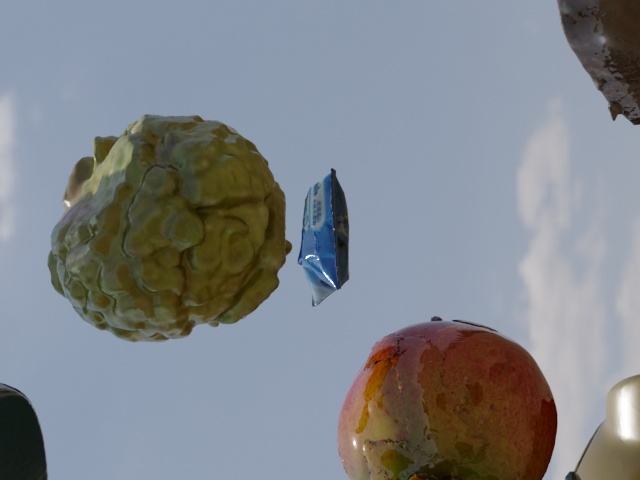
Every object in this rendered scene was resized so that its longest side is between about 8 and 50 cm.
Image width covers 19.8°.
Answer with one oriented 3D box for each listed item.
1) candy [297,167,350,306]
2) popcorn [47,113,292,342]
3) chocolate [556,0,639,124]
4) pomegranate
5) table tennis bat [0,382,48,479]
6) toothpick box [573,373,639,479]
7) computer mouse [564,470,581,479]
[{"bbox_3d":[0.000,0.001,1.364,0.136,0.038,0.088,136,128,-77],"label":"candy"},{"bbox_3d":[-0.143,-0.010,1.788,0.212,0.259,0.259,38,-140,-18],"label":"popcorn"},{"bbox_3d":[0.247,-0.219,1.315,0.161,0.083,0.261,42,-129,-42],"label":"chocolate"},{"bbox_3d":[0.119,0.183,1.715,0.235,0.210,0.210,-87,-14,-50],"label":"pomegranate"},{"bbox_3d":[-0.199,0.239,1.016,0.215,0.044,0.329,-37,-47,-77],"label":"table tennis bat"},{"bbox_3d":[0.443,0.341,1.926,0.409,0.409,0.425,1,-94,-73],"label":"toothpick box"},{"bbox_3d":[0.262,0.334,1.320,0.379,0.167,0.090,66,-160,1],"label":"computer mouse"}]
